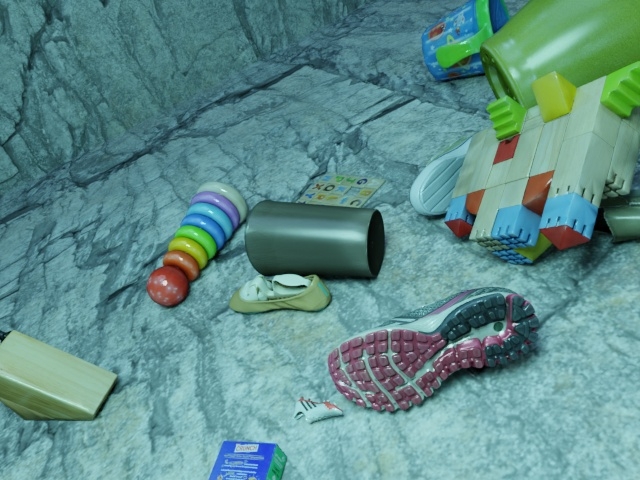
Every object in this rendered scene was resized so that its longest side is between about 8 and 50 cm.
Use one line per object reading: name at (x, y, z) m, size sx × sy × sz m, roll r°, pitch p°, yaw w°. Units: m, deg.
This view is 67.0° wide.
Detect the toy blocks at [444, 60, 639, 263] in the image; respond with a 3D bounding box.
toy blocks at (0.343, -0.084, 0.798) m, size 0.381 × 0.190 × 0.261 m, roll -14°, pitch 52°, yaw 67°

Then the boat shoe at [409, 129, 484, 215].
boat shoe at (0.277, -0.142, 1.038) m, size 0.302 × 0.109 × 0.094 m, roll -36°, pitch 19°, yaw -32°

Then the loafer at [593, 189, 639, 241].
loafer at (0.491, -0.028, 0.756) m, size 0.087 × 0.094 × 0.251 m, roll -46°, pitch 29°, yaw -15°

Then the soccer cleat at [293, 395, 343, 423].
soccer cleat at (-0.004, 0.256, 0.718) m, size 0.083 × 0.029 × 0.036 m, roll -2°, pitch 48°, yaw 34°

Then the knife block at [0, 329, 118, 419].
knife block at (-0.556, 0.229, 0.894) m, size 0.275 × 0.242 × 0.088 m, roll -8°, pitch 38°, yaw 22°

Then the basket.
basket at (0.000, 0.000, 0.943) m, size 0.226 × 0.204 × 0.155 m, roll 2°, pitch 82°, yaw 23°

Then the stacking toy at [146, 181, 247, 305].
stacking toy at (-0.301, 0.015, 1.150) m, size 0.141 × 0.141 × 0.331 m, roll -1°, pitch 47°, yaw 30°

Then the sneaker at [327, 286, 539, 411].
sneaker at (0.156, 0.153, 0.702) m, size 0.298 × 0.121 × 0.112 m, roll -19°, pitch 5°, yaw 9°

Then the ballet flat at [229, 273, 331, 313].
ballet flat at (-0.091, 0.095, 0.944) m, size 0.232 × 0.073 × 0.080 m, roll -6°, pitch 39°, yaw 25°

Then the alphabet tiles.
alphabet tiles at (0.017, -0.090, 1.187) m, size 0.198 × 0.009 × 0.237 m, roll 13°, pitch 48°, yaw 42°

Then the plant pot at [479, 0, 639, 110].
plant pot at (0.552, -0.410, 1.035) m, size 0.352 × 0.367 × 0.367 m, roll -27°, pitch 32°, yaw 16°

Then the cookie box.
cookie box at (-0.106, 0.334, 0.660) m, size 0.091 × 0.040 × 0.107 m, roll -7°, pitch 38°, yaw 24°

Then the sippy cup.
sippy cup at (0.433, -0.590, 1.443) m, size 0.223 × 0.305 × 0.241 m, roll -8°, pitch 80°, yaw 39°
